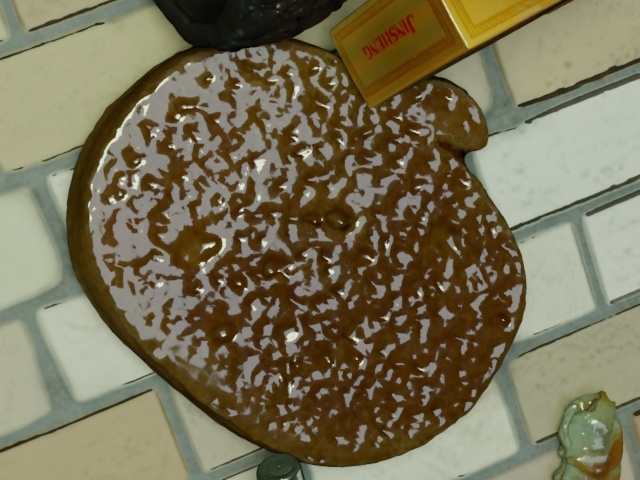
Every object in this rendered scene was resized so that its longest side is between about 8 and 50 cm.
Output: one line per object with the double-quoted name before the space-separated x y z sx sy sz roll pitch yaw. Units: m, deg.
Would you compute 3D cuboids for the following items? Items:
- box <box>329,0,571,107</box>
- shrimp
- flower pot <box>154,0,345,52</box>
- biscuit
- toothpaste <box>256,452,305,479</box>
"box" 0.160 -0.209 1.042 0.274 0.174 0.076 -30 94 -23
"shrimp" 0.190 0.207 1.220 0.166 0.049 0.161 7 98 -7
"flower pot" 0.000 -0.295 0.992 0.267 0.266 0.266 -21 103 -21
"biscuit" -0.002 -0.002 1.123 0.350 0.070 0.394 -44 106 -7
"toothpaste" -0.015 0.282 1.151 0.062 0.039 0.239 -18 123 -12
